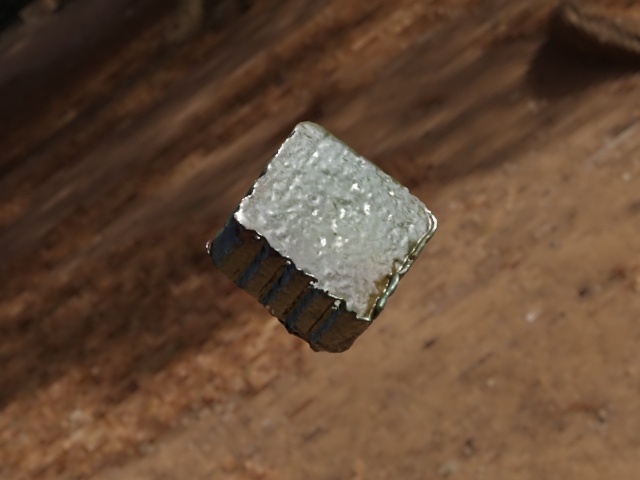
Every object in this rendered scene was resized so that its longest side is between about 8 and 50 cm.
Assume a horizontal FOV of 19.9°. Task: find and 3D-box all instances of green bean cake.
[{"bbox_3d":[0.000,0.000,1.751,0.094,0.173,0.181,-48,6,46],"label":"green bean cake"}]
